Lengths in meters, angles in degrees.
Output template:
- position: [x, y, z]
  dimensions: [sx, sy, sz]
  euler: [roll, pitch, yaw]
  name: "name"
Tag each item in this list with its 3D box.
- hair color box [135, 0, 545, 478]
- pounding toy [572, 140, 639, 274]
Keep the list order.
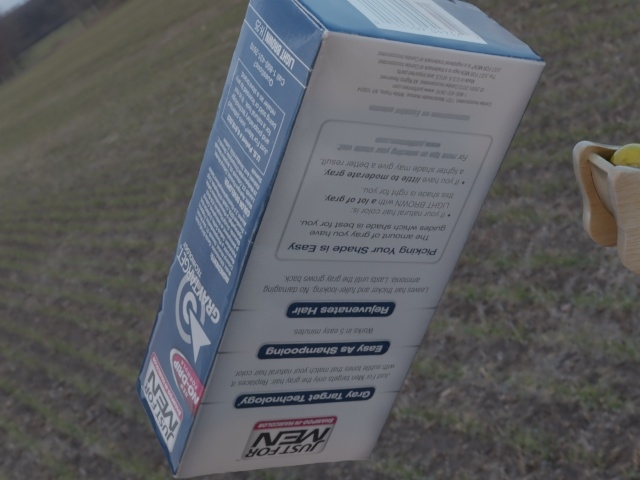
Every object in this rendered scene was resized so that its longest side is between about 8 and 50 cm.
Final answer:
- position: [0.000, 0.000, 0.759]
  dimensions: [0.105, 0.174, 0.347]
  euler: [53, 131, 46]
  name: "hair color box"
- position: [0.368, -0.043, 0.926]
  dimensions: [0.270, 0.154, 0.155]
  euler: [-2, 23, -15]
  name: "pounding toy"
